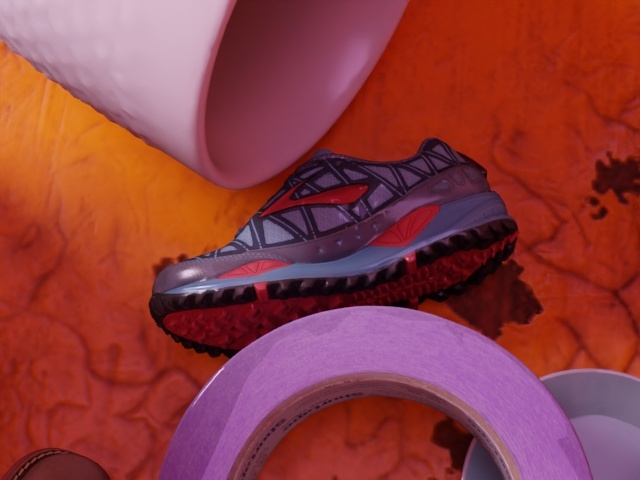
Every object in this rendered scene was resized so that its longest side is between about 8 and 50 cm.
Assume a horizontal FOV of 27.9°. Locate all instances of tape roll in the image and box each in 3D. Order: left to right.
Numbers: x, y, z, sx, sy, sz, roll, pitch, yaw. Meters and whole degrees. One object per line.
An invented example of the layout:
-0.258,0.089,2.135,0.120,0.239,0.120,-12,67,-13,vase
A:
0.035,0.184,0.824,0.274,0.090,0.275,-1,75,4,tape roll

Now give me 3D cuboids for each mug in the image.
-0.100,-0.255,0.928,0.328,0.276,0.374,32,42,17,mug

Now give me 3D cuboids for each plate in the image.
0.188,0.181,0.881,0.188,0.024,0.188,0,70,0,plate

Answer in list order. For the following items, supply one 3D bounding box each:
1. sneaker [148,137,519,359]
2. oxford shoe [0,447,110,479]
0.000,0.000,0.918,0.262,0.104,0.125,-15,57,-13,sneaker
-0.152,0.276,0.750,0.123,0.130,0.348,27,49,-34,oxford shoe
